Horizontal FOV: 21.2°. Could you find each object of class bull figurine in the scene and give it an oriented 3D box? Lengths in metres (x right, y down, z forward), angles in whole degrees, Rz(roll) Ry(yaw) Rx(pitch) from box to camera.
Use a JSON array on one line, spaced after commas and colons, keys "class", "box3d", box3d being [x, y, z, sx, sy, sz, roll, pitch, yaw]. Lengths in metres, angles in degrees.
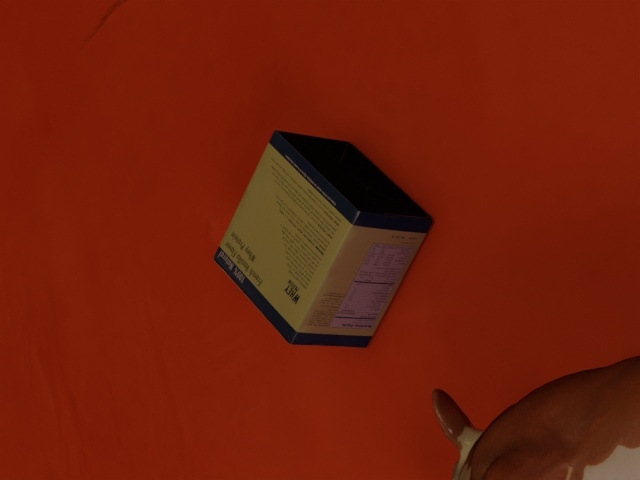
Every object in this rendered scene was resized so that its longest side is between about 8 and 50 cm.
[{"class": "bull figurine", "box3d": [0.131, 0.105, 0.671, 0.310, 0.188, 0.101, -22, 105, 37]}]

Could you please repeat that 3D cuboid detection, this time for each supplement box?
[{"class": "supplement box", "box3d": [0.000, 0.000, 0.904, 0.083, 0.056, 0.083, 45, 118, 40]}]
